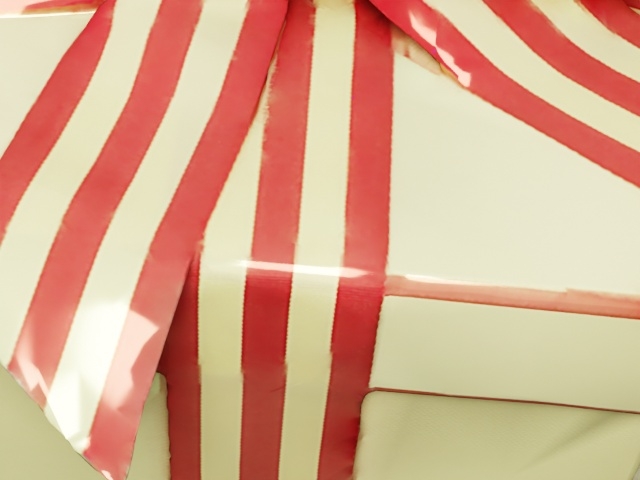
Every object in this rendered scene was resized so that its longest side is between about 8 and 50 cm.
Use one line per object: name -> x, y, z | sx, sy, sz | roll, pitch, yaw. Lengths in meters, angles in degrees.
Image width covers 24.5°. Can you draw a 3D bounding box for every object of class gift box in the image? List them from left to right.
gift box -> 0.000, 0.000, 0.485 | 0.255, 0.276, 0.258 | 1, 139, -5
